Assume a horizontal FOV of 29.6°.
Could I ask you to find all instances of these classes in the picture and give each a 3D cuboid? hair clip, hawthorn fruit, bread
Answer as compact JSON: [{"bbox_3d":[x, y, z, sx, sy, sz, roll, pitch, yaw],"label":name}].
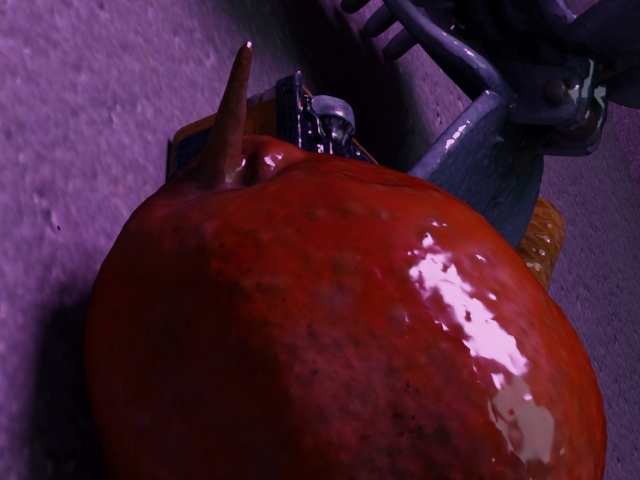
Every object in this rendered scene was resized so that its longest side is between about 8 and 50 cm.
[{"bbox_3d":[0.151,-0.162,0.962,0.238,0.392,0.318,54,13,20],"label":"hair clip"},{"bbox_3d":[0.002,0.048,0.518,0.262,0.211,0.210,67,20,0],"label":"hawthorn fruit"},{"bbox_3d":[0.181,0.033,1.155,0.084,0.077,0.367,-69,171,22],"label":"bread"}]

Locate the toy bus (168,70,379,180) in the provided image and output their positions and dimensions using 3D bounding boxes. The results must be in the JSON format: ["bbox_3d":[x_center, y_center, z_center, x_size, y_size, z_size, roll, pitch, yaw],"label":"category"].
[{"bbox_3d":[0.000,0.000,0.686,0.182,0.103,0.091,41,37,-47],"label":"toy bus"}]
